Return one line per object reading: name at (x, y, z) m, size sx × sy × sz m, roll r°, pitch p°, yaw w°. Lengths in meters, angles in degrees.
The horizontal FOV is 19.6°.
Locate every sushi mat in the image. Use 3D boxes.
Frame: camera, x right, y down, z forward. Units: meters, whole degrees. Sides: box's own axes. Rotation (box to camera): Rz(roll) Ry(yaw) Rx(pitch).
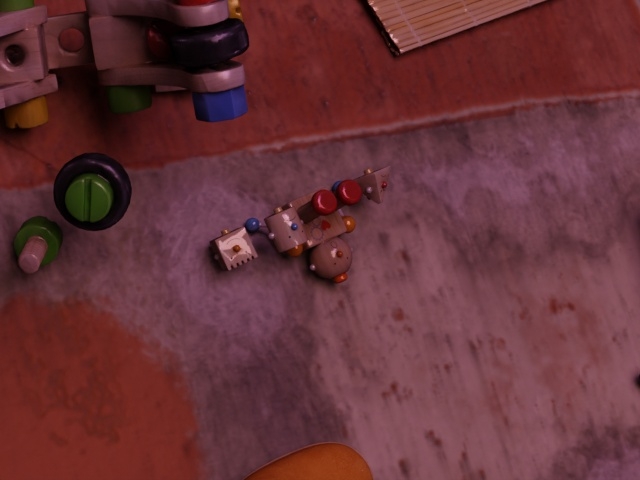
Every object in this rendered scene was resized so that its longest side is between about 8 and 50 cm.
sushi mat at (0.156, -0.280, 1.724) m, size 0.316 × 0.019 × 0.151 m, roll -22°, pitch 83°, yaw -29°

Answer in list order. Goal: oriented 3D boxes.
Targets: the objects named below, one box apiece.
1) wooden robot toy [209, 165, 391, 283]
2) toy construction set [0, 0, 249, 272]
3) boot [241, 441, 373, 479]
wooden robot toy at (0.000, 0.000, 1.520) m, size 0.173 × 0.076 × 0.079 m, roll -24°, pitch 93°, yaw -30°
toy construction set at (-0.194, -0.188, 1.438) m, size 0.309 × 0.257 × 0.237 m, roll 56°, pitch 13°, yaw -15°
boot at (-0.031, 0.225, 1.334) m, size 0.295 × 0.211 × 0.104 m, roll -35°, pitch 88°, yaw -31°
